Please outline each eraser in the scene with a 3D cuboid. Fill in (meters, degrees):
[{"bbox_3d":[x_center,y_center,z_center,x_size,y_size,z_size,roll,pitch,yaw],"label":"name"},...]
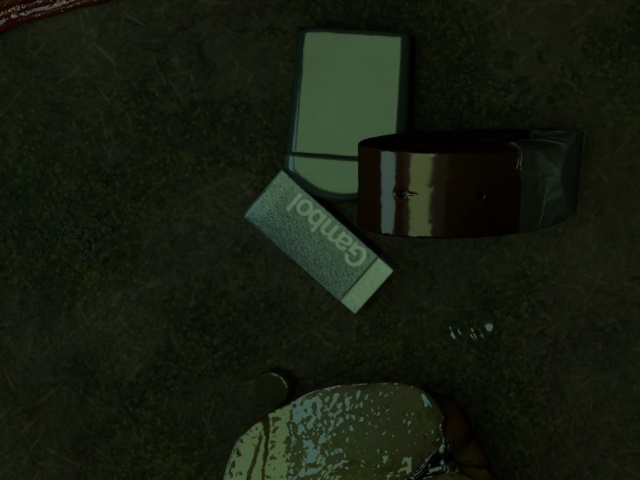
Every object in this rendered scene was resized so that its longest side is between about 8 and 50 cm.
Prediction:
[{"bbox_3d":[0.000,0.000,2.001,0.212,0.046,0.092,42,103,3],"label":"eraser"}]

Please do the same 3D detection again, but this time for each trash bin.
[{"bbox_3d":[0.042,-0.170,1.945,0.177,0.101,0.236,5,96,12],"label":"trash bin"}]

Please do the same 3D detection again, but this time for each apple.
[{"bbox_3d":[0.062,0.369,1.921,0.365,0.295,0.329,-32,117,11],"label":"apple"}]

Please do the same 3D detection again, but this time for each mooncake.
[{"bbox_3d":[0.073,0.165,2.003,0.347,0.057,0.150,-1,110,9],"label":"mooncake"}]

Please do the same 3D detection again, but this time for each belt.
[{"bbox_3d":[0.196,-0.082,1.828,0.217,0.338,0.122,13,106,50],"label":"belt"}]

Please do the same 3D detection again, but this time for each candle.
[{"bbox_3d":[-0.425,-0.332,2.043,0.329,0.048,0.051,-12,136,13],"label":"candle"}]
